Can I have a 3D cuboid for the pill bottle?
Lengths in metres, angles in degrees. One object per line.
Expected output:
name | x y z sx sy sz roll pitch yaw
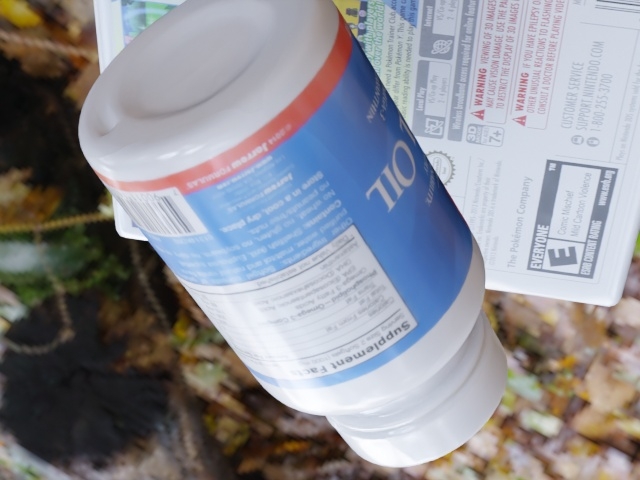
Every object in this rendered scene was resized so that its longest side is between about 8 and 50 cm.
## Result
pill bottle | 0.000 0.000 0.659 0.124 0.124 0.221 13 146 47

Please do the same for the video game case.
video game case | 0.032 -0.108 0.744 0.299 0.036 0.329 8 135 6
